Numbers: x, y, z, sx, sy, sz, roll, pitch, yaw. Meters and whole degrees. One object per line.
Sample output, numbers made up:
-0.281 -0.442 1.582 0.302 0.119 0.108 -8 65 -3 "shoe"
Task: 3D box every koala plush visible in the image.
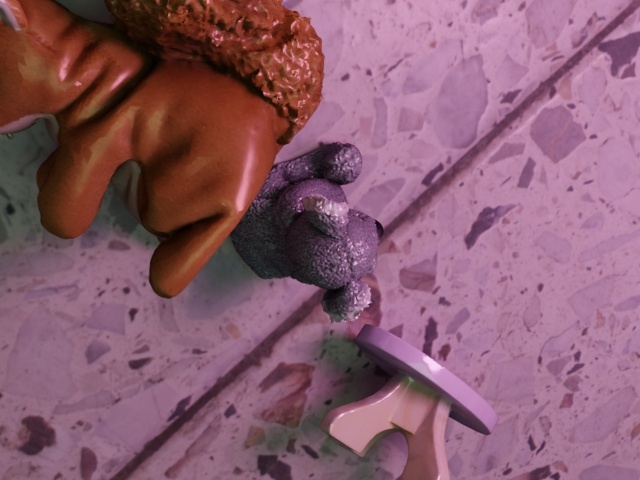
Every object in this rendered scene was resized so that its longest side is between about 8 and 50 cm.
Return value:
0.000 0.000 1.198 0.203 0.221 0.196 -16 114 -14 "koala plush"

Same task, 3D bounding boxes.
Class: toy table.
0.124 0.261 1.347 0.274 0.252 0.161 37 77 -19 "toy table"

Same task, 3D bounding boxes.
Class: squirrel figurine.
-0.209 -0.192 1.041 0.370 0.281 0.397 39 103 -13 "squirrel figurine"
